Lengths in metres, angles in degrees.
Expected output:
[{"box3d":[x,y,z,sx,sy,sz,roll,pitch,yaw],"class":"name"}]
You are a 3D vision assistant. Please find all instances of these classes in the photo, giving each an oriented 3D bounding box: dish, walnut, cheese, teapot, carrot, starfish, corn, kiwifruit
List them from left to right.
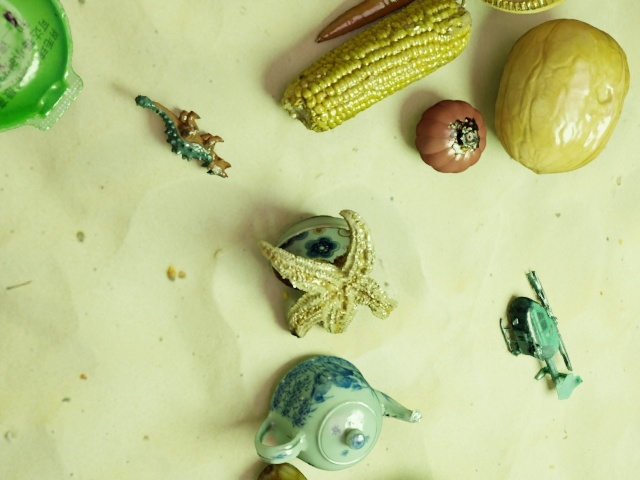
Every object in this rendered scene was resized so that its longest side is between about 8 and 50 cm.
[{"box3d":[-0.401,-0.241,0.730,0.320,0.083,0.204,40,84,-27],"class":"cheese"},{"box3d":[-0.043,0.372,1.001,0.075,0.075,0.124,-35,115,-15],"class":"kiwifruit"},{"box3d":[0.000,0.000,0.959,0.141,0.078,0.141,-4,140,-4],"class":"dish"},{"box3d":[0.015,0.056,0.919,0.216,0.071,0.238,5,131,-23],"class":"starfish"},{"box3d":[0.017,0.251,0.965,0.232,0.159,0.159,-10,103,-22],"class":"teapot"},{"box3d":[0.081,-0.239,0.936,0.293,0.106,0.106,-34,111,-15],"class":"corn"},{"box3d":[0.083,-0.327,0.956,0.216,0.048,0.048,-36,111,-10],"class":"carrot"},{"box3d":[0.349,-0.207,1.017,0.193,0.193,0.225,15,91,-25],"class":"walnut"}]

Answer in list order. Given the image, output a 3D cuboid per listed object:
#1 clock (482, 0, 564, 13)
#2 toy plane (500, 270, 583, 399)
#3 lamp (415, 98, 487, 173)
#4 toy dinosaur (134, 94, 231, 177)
[{"box3d":[0.279,-0.470,0.911,0.200,0.244,0.317,-35,117,-38],"class":"clock"},{"box3d":[0.368,0.171,1.161,0.096,0.060,0.235,-33,107,-30],"class":"toy plane"},{"box3d":[0.188,-0.149,1.002,0.107,0.092,0.107,-5,101,-24],"class":"lamp"},{"box3d":[-0.167,-0.131,0.872,0.154,0.049,0.055,40,85,-29],"class":"toy dinosaur"}]
